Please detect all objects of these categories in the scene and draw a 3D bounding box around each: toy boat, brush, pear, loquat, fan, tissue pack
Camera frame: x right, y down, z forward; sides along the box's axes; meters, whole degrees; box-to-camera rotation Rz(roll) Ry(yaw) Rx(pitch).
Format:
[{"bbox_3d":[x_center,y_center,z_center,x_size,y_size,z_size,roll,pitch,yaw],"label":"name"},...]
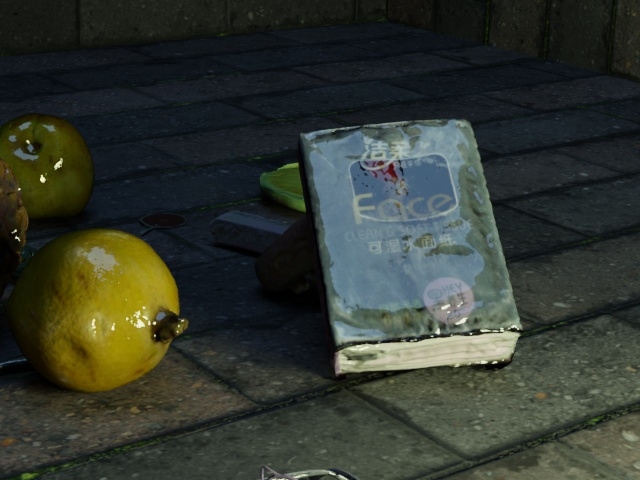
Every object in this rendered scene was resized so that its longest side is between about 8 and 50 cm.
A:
[{"bbox_3d":[0.000,0.000,2.034,0.085,0.227,0.155,49,13,3],"label":"toy boat"},{"bbox_3d":[-0.473,0.030,2.079,0.141,0.060,0.055,15,67,35],"label":"toy boat"},{"bbox_3d":[-0.441,0.170,1.735,0.193,0.016,0.063,-12,24,-34],"label":"brush"},{"bbox_3d":[-0.494,-0.127,2.353,0.200,0.200,0.200,2,19,-1],"label":"pear"},{"bbox_3d":[-0.269,0.093,1.698,0.246,0.213,0.213,10,20,31],"label":"loquat"},{"bbox_3d":[-0.286,-0.029,2.357,0.085,0.005,0.133,8,19,16],"label":"fan"},{"bbox_3d":[0.113,0.005,1.836,0.259,0.122,0.361,-3,57,-7],"label":"tissue pack"}]

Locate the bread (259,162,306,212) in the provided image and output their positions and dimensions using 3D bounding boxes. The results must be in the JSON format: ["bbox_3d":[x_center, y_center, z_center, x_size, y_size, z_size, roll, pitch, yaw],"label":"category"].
[{"bbox_3d":[0.029,-0.098,2.531,0.301,0.045,0.301,4,18,-1],"label":"bread"}]

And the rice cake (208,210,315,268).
[{"bbox_3d":[-0.030,0.011,2.181,0.365,0.056,0.072,15,17,35],"label":"rice cake"}]

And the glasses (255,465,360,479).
[{"bbox_3d":[0.005,0.258,1.446,0.140,0.062,0.104,6,18,11],"label":"glasses"}]

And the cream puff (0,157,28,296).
[{"bbox_3d":[-0.551,-0.028,1.823,0.231,0.343,0.327,0,34,39],"label":"cream puff"}]
